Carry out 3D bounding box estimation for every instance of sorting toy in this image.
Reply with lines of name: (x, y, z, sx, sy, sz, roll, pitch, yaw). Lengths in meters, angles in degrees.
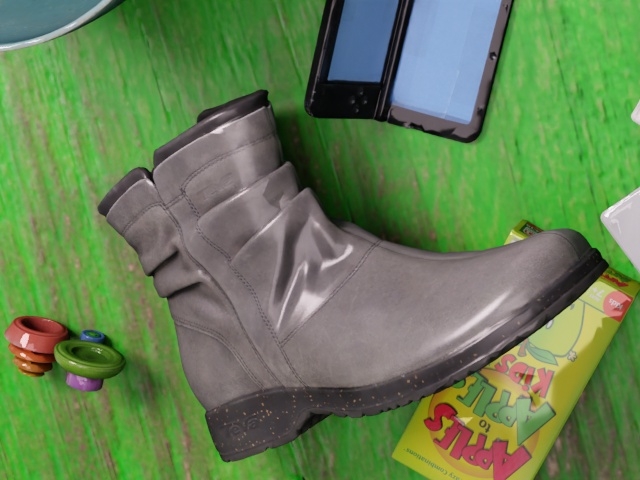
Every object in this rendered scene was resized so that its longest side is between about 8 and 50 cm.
sorting toy: (-0.183, 0.089, 1.294, 0.102, 0.061, 0.042, 25, 109, 34)

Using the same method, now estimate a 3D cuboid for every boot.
boot: (0.000, 0.000, 1.154, 0.338, 0.118, 0.223, -24, 92, 35)

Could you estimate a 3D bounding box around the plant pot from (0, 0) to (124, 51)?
plant pot: (-0.174, -0.276, 1.139, 0.290, 0.195, 0.290, 5, 105, 21)

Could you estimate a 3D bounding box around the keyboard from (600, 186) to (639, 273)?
keyboard: (0.285, 0.067, 1.178, 0.072, 0.014, 0.256, -36, 89, 25)

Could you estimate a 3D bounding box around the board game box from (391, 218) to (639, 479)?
board game box: (0.131, 0.088, 1.209, 0.092, 0.043, 0.181, 29, 107, 9)

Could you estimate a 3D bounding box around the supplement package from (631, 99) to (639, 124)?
supplement package: (0.355, -0.080, 1.038, 0.293, 0.177, 0.175, 32, 108, 9)

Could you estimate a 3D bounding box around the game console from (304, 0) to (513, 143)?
game console: (0.058, -0.130, 1.175, 0.071, 0.107, 0.122, 25, 109, 40)
